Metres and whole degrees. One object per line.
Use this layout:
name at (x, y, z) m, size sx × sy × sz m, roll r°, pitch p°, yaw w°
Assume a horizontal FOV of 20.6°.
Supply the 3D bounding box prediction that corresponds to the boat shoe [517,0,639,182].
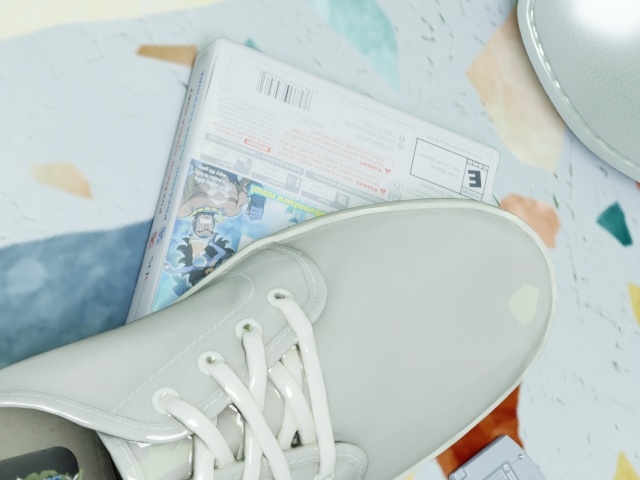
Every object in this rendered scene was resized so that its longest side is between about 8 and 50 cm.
boat shoe at (0.249, -0.083, 1.193) m, size 0.114 × 0.091 × 0.302 m, roll -41°, pitch 102°, yaw 17°

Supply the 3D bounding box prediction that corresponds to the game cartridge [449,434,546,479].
game cartridge at (0.122, 0.169, 1.112) m, size 0.056 × 0.017 × 0.083 m, roll -32°, pitch 94°, yaw -25°

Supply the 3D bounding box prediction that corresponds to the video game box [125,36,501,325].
video game box at (0.000, 0.000, 1.070) m, size 0.205 × 0.048 × 0.187 m, roll 21°, pitch 69°, yaw -21°

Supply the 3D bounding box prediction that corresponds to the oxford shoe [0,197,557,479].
oxford shoe at (-0.053, 0.097, 0.942) m, size 0.449 × 0.130 × 0.169 m, roll -19°, pitch 97°, yaw -21°
